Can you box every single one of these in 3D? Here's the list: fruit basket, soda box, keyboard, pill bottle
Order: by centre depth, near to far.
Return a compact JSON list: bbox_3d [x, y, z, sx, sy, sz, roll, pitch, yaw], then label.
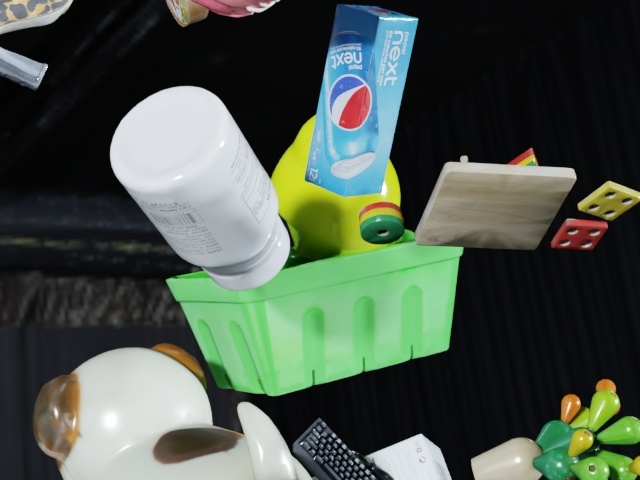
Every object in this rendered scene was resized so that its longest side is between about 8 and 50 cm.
[{"bbox_3d":[-0.118,-0.046,1.393,0.131,0.131,0.229,-12,-36,15],"label":"pill bottle"},{"bbox_3d":[0.045,-0.159,1.500,0.067,0.210,0.071,24,21,38],"label":"soda box"},{"bbox_3d":[0.049,0.295,1.616,0.023,0.180,0.108,-44,-4,28],"label":"keyboard"},{"bbox_3d":[0.000,0.000,1.772,0.392,0.392,0.283,4,-3,-31],"label":"fruit basket"}]

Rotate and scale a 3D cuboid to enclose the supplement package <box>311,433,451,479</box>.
[{"bbox_3d":[0.080,0.341,1.713,0.179,0.105,0.105,-24,-25,11],"label":"supplement package"}]

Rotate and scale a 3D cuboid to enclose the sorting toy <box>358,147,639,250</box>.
[{"bbox_3d":[0.182,-0.046,1.333,0.274,0.046,0.132,2,-33,-10],"label":"sorting toy"}]

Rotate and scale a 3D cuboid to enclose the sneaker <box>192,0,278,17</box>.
[{"bbox_3d":[-0.061,-0.296,1.385,0.313,0.116,0.136,16,-43,24],"label":"sneaker"}]

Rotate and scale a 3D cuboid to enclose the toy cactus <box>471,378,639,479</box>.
[{"bbox_3d":[0.251,0.227,1.369,0.180,0.112,0.219,-18,16,11],"label":"toy cactus"}]

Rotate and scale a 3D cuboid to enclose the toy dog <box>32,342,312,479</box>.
[{"bbox_3d":[-0.183,0.300,1.566,0.284,0.408,0.395,-25,-44,-26],"label":"toy dog"}]

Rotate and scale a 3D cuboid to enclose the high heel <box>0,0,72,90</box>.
[{"bbox_3d":[-0.451,-0.360,1.867,0.186,0.261,0.093,23,-24,-20],"label":"high heel"}]

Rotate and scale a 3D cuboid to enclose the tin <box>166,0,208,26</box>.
[{"bbox_3d":[-0.186,-0.368,1.682,0.040,0.106,0.190,-19,-59,-13],"label":"tin"}]
